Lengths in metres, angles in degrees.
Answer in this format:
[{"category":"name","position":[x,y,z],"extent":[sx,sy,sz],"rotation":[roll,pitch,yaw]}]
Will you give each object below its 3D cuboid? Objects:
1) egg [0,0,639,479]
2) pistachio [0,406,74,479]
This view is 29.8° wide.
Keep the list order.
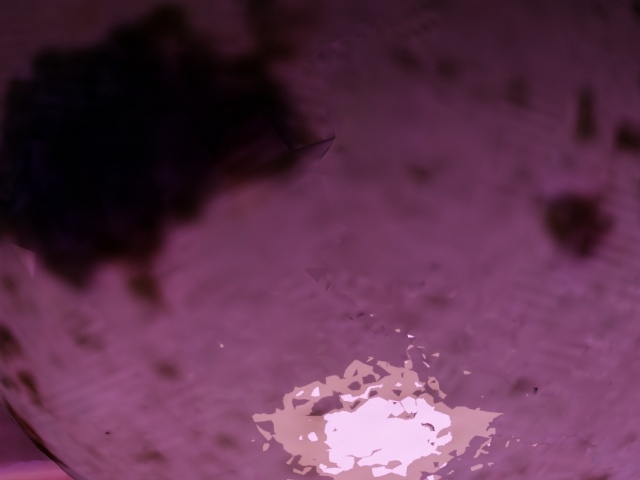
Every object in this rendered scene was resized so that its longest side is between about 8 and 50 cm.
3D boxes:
[{"category":"egg","position":[0.039,-0.024,0.465],"extent":[0.379,0.288,0.287],"rotation":[-12,168,-37]},{"category":"pistachio","position":[-0.277,0.098,0.699],"extent":[0.445,0.282,0.365],"rotation":[8,-176,-29]}]
